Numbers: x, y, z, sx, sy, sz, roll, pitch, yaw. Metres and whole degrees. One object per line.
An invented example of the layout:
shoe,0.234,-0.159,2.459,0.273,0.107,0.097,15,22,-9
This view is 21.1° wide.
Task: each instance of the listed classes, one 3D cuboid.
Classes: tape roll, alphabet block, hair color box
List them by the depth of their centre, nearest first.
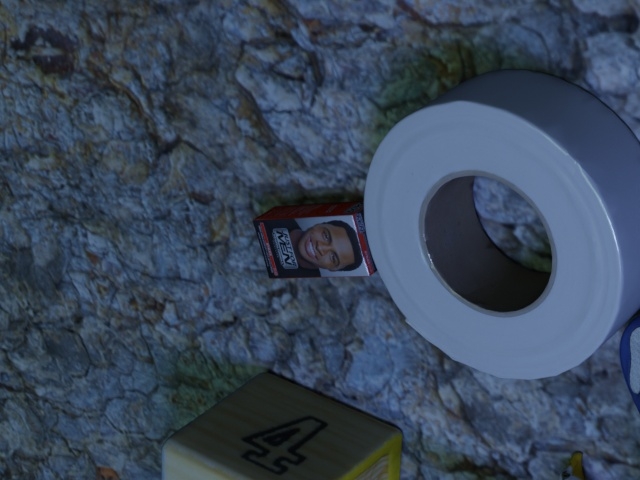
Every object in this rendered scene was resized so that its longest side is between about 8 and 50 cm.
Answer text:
tape roll,0.180,-0.013,1.625,0.286,0.100,0.286,19,124,30
hair color box,0.000,0.000,1.821,0.141,0.043,0.072,-4,109,40
alphabet block,-0.043,0.291,1.912,0.197,0.193,0.192,22,127,30

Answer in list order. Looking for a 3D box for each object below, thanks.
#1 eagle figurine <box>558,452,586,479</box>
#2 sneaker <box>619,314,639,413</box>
eagle figurine,0.231,0.318,1.711,0.298,0.225,0.226,-19,110,33
sneaker,0.343,0.176,1.511,0.112,0.131,0.296,-41,56,21
